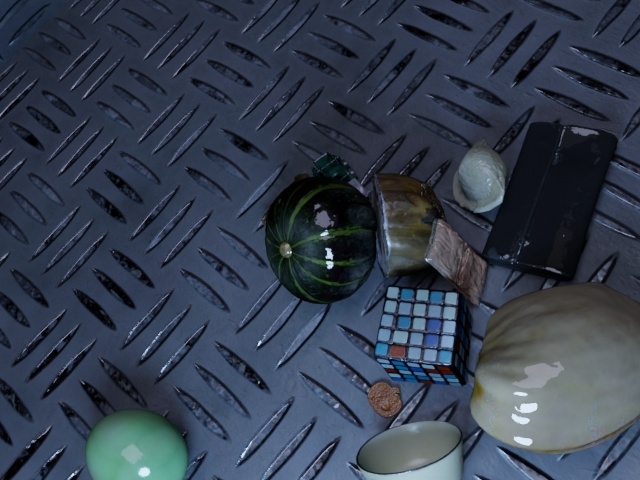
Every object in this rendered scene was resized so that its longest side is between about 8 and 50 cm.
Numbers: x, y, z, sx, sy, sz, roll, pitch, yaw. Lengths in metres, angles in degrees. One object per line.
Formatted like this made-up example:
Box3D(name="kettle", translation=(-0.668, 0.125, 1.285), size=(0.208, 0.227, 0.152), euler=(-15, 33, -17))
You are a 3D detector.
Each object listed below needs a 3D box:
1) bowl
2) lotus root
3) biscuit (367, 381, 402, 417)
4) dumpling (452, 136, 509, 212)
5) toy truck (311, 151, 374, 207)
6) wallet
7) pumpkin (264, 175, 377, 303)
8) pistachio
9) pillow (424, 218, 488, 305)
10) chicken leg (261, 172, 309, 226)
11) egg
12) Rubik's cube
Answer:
Box3D(name="bowl", translation=(0.206, 0.494, 1.624), size=(0.238, 0.238, 0.126), euler=(-16, 97, 12))
Box3D(name="lotus root", translation=(0.222, -0.046, 1.878), size=(0.192, 0.272, 0.272), euler=(-7, 62, 6))
Box3D(name="biscuit", translation=(0.157, 0.379, 1.802), size=(0.078, 0.015, 0.091), euler=(-36, 58, -2))
Box3D(name="dumpling", translation=(0.405, -0.156, 1.932), size=(0.166, 0.126, 0.215), euler=(-54, 56, 33))
Box3D(name="toy truck", translation=(0.054, -0.157, 2.055), size=(0.110, 0.116, 0.216), euler=(-36, 58, -1))
Box3D(name="wallet", translation=(0.571, -0.106, 1.873), size=(0.229, 0.062, 0.405), euler=(15, 70, 26))
Box3D(name="pumpkin", translation=(0.000, 0.000, 1.883), size=(0.323, 0.242, 0.323), euler=(10, 103, 54))
Box3D(name="pistachio", translation=(0.511, 0.264, 1.599), size=(0.446, 0.281, 0.365), euler=(-30, 48, -13))
Box3D(name="pillow", translation=(0.329, 0.053, 1.790), size=(0.043, 0.232, 0.126), euler=(-5, 55, 45))
Box3D(name="chicken leg", translation=(-0.086, -0.110, 2.120), size=(0.085, 0.069, 0.197), euler=(7, 57, 49))
Box3D(name="egg", translation=(-0.447, 0.522, 1.827), size=(0.270, 0.220, 0.220), euler=(9, 67, 32))
Box3D(name="Rubik's cube", translation=(0.245, 0.225, 1.752), size=(0.187, 0.182, 0.184), euler=(4, 65, 22))
